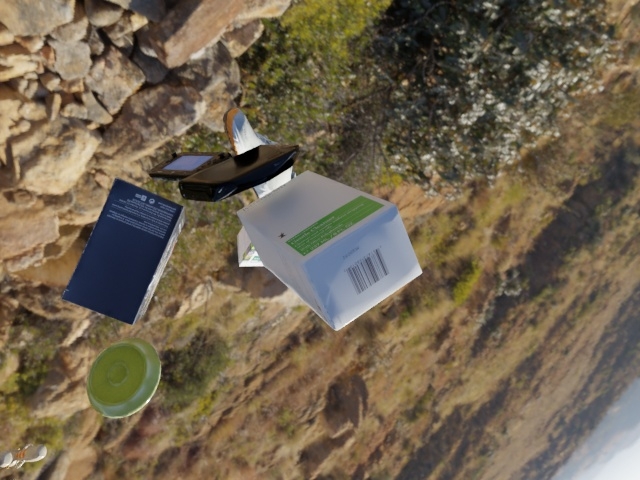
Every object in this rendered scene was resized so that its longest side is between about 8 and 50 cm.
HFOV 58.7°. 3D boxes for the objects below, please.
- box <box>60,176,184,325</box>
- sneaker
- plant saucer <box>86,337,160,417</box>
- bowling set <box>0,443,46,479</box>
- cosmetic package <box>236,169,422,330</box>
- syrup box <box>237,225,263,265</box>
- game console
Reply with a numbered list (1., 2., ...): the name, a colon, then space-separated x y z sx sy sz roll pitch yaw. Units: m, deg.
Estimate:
1. box: -0.495 0.038 1.488 0.179 0.343 0.312 24 81 -10
2. sneaker: -0.125 -0.197 1.262 0.121 0.099 0.262 -27 138 -4
3. plant saucer: -0.594 0.400 1.687 0.241 0.241 0.037 -34 150 -4
4. bowling set: -0.841 0.592 1.406 0.154 0.287 0.200 -16 123 17
5. cosmetic package: 0.000 0.000 1.088 0.197 0.365 0.155 -33 118 -15
6. syrup box: -0.146 -0.008 1.461 0.093 0.096 0.237 1 161 -19
7. game console: -0.225 -0.141 1.130 0.213 0.361 0.044 -34 120 -41
